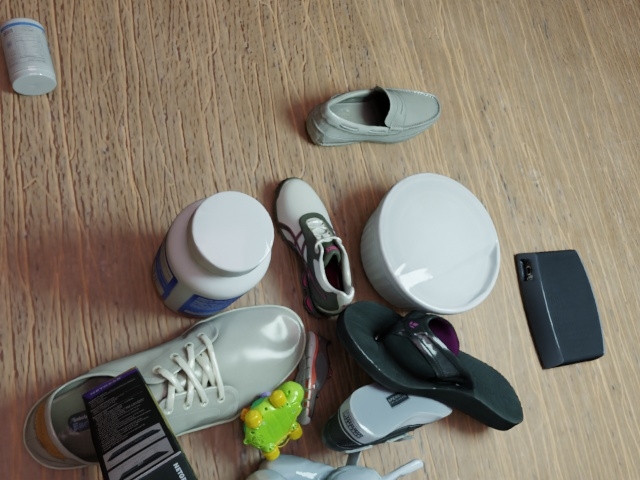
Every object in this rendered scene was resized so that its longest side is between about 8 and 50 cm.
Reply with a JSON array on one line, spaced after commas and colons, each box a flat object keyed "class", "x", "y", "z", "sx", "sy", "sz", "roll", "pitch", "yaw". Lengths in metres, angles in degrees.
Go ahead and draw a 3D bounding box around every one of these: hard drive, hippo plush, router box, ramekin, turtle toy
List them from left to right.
[{"class": "router box", "x": -0.173, "y": 0.335, "z": 0.700, "sx": 0.081, "sy": 0.243, "sz": 0.309, "roll": -28, "pitch": 112, "yaw": -21}, {"class": "turtle toy", "x": -0.074, "y": 0.277, "z": 0.920, "sx": 0.130, "sy": 0.066, "sz": 0.095, "roll": -35, "pitch": 116, "yaw": -29}, {"class": "hippo plush", "x": -0.001, "y": 0.467, "z": 0.874, "sx": 0.294, "sy": 0.234, "sz": 0.237, "roll": 6, "pitch": 88, "yaw": -65}, {"class": "ramekin", "x": 0.201, "y": 0.018, "z": 1.117, "sx": 0.273, "sy": 0.127, "sz": 0.273, "roll": 8, "pitch": 70, "yaw": -21}, {"class": "hard drive", "x": 0.530, "y": 0.142, "z": 1.261, "sx": 0.172, "sy": 0.054, "sz": 0.255, "roll": -3, "pitch": 75, "yaw": -25}]

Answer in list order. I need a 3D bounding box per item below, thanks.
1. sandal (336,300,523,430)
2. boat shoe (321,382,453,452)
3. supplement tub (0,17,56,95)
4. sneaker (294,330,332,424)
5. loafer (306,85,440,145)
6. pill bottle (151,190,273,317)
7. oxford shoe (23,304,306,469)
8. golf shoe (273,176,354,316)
[{"class": "sandal", "x": 0.217, "y": 0.201, "z": 1.020, "sx": 0.445, "sy": 0.107, "sz": 0.167, "roll": 27, "pitch": 31, "yaw": -28}, {"class": "boat shoe", "x": 0.123, "y": 0.298, "z": 1.002, "sx": 0.306, "sy": 0.105, "sz": 0.113, "roll": -8, "pitch": 58, "yaw": -52}, {"class": "supplement tub", "x": -0.483, "y": -0.303, "z": 0.953, "sx": 0.071, "sy": 0.071, "sz": 0.107, "roll": -12, "pitch": 80, "yaw": -26}, {"class": "sneaker", "x": -0.005, "y": 0.238, "z": 0.996, "sx": 0.065, "sy": 0.061, "sz": 0.158, "roll": 18, "pitch": 69, "yaw": -27}, {"class": "loafer", "x": 0.126, "y": -0.259, "z": 1.181, "sx": 0.319, "sy": 0.111, "sz": 0.112, "roll": -17, "pitch": 81, "yaw": -27}, {"class": "pill bottle", "x": -0.163, "y": 0.023, "z": 0.873, "sx": 0.152, "sy": 0.272, "sz": 0.152, "roll": 7, "pitch": 71, "yaw": -22}, {"class": "oxford shoe", "x": -0.207, "y": 0.216, "z": 0.876, "sx": 0.449, "sy": 0.130, "sz": 0.169, "roll": -18, "pitch": 80, "yaw": -29}, {"class": "golf shoe", "x": 0.000, "y": 0.000, "z": 1.041, "sx": 0.105, "sy": 0.120, "sz": 0.273, "roll": -15, "pitch": 79, "yaw": -25}]
